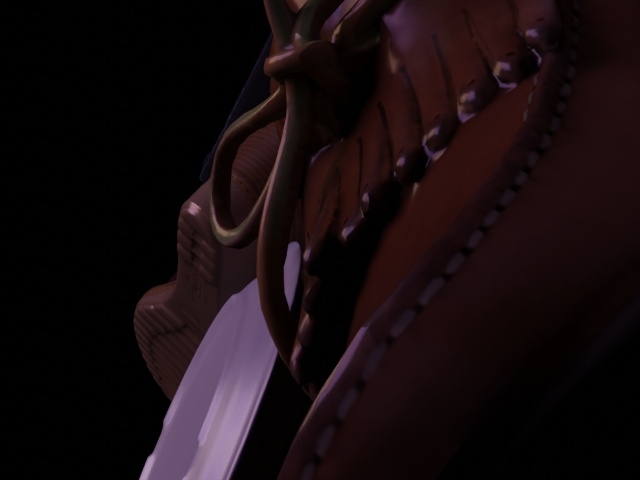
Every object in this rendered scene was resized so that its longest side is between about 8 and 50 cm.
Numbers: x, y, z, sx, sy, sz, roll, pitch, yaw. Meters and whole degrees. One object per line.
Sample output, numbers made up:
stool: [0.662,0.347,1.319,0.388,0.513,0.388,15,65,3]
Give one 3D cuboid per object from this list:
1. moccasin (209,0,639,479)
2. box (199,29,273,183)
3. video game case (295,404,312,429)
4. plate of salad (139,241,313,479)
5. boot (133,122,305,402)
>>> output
moccasin: [0.041,-0.039,0.506,0.139,0.147,0.380,-60,3,34]
box: [0.032,-0.100,1.335,0.207,0.153,0.108,-58,4,44]
video game case: [-0.011,0.085,1.031,0.285,0.025,0.204,-60,3,34]
plate of salad: [-0.042,0.095,0.833,0.200,0.048,0.199,-157,90,-82]
boot: [0.000,0.000,1.154,0.207,0.090,0.248,-33,-20,-27]
